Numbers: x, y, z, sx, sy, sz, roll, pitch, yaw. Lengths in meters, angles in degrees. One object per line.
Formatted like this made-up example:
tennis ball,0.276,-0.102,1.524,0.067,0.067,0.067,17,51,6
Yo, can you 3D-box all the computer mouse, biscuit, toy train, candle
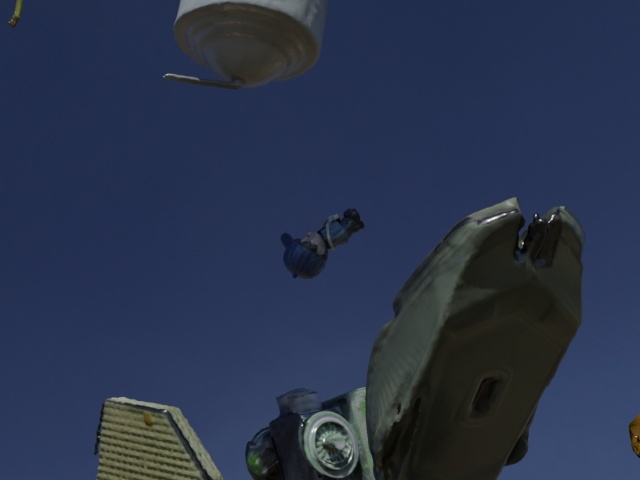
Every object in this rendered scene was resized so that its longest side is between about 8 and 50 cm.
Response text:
computer mouse,0.169,0.136,1.242,0.228,0.145,0.429,6,-65,-28
biscuit,-0.179,0.303,1.120,0.150,0.252,0.052,4,-1,23
toy train,0.043,0.362,1.527,0.249,0.307,0.173,-4,-18,-41
candle,-0.090,-0.355,1.475,0.221,0.342,0.221,6,-18,2

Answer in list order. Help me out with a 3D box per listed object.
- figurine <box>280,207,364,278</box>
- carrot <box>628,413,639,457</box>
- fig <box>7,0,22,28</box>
figurine,0.005,0.008,1.591,0.136,0.079,0.077,-22,7,-15
carrot,0.414,0.232,1.102,0.229,0.069,0.069,23,-52,-31
fig,-0.442,-0.370,1.441,0.093,0.166,0.093,-7,3,0
